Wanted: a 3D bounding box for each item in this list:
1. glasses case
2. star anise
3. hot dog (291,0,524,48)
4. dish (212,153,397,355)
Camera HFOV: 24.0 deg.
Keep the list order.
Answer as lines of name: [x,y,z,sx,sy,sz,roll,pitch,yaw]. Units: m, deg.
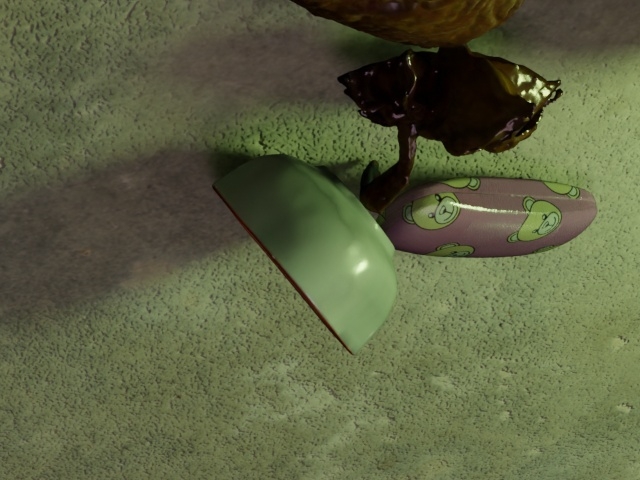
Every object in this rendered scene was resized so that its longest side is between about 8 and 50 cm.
glasses case: [0.206,-0.027,1.831,0.316,0.076,0.123,1,153,-38]
star anise: [0.121,-0.128,1.623,0.237,0.148,0.346,1,162,-26]
hot dog: [0.051,-0.306,1.370,0.267,0.174,0.387,-35,150,28]
dish: [0.000,0.000,1.707,0.117,0.256,0.256,-40,141,-2]
